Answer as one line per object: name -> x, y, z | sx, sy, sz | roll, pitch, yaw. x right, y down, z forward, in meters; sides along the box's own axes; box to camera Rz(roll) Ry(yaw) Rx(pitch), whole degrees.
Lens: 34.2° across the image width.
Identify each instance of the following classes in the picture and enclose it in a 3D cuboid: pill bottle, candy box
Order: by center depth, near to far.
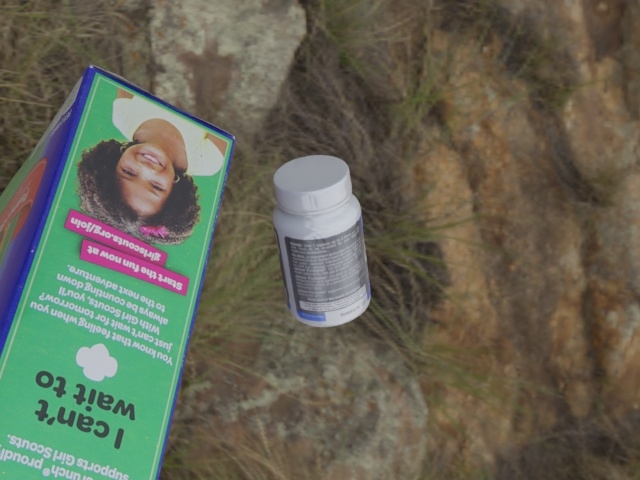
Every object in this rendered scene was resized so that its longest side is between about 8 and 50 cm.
candy box -> -0.188, 0.091, 0.693 | 0.122, 0.268, 0.317 | 23, 54, -23
pill bottle -> 0.000, 0.000, 0.910 | 0.078, 0.078, 0.137 | -29, 128, -29
